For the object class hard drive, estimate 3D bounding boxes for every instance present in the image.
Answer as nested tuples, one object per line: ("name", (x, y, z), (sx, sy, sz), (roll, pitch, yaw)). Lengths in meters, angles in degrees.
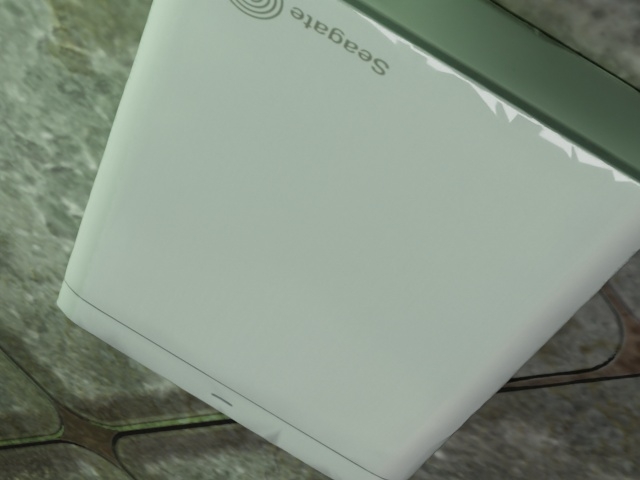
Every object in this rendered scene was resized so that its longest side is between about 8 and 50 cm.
("hard drive", (0.000, 0.000, 0.694), (0.233, 0.047, 0.353), (31, 144, 0))
